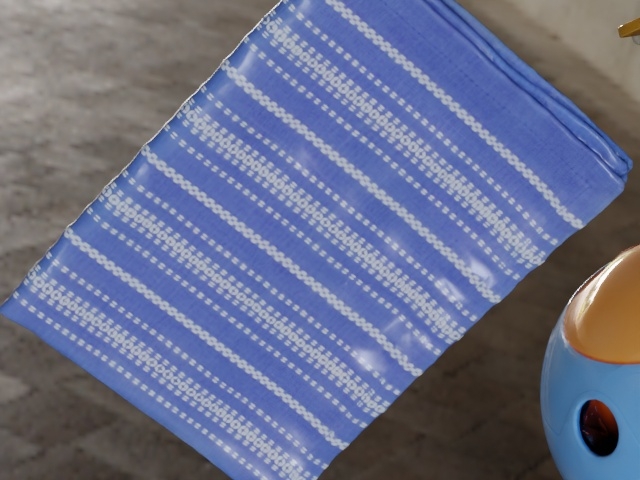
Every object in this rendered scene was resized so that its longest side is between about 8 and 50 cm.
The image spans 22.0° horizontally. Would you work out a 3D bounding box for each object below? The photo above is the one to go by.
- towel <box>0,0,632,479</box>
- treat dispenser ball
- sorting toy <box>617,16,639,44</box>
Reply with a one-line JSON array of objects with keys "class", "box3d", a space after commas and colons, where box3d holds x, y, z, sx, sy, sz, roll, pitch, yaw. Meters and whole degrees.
[{"class": "towel", "box3d": [0.000, 0.000, 1.021, 0.243, 0.336, 0.040, 39, 16, -20]}, {"class": "treat dispenser ball", "box3d": [0.332, 0.132, 1.402, 0.288, 0.288, 0.288, 12, 20, -4]}, {"class": "sorting toy", "box3d": [0.420, -0.245, 1.598, 0.348, 0.047, 0.196, -12, -5, -46]}]
